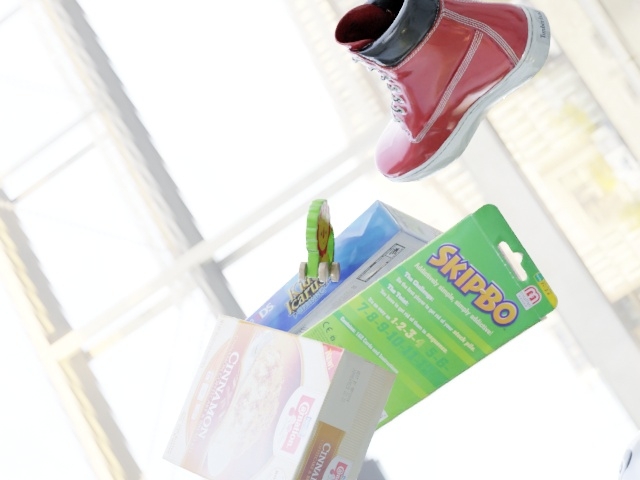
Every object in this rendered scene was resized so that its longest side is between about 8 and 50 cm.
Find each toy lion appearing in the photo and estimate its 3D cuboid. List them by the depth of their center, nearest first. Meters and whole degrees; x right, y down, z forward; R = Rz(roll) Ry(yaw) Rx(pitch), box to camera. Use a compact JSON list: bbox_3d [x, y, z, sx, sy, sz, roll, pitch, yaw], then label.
[{"bbox_3d":[0.000,0.000,1.598,0.100,0.034,0.096,8,-95,-77],"label":"toy lion"}]

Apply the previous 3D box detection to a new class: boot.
[{"bbox_3d":[0.067,-0.142,1.239,0.176,0.244,0.088,8,-123,-26],"label":"boot"}]

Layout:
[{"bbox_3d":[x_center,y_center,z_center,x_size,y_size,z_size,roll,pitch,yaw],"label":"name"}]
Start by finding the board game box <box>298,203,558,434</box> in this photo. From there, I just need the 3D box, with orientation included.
[{"bbox_3d":[0.100,0.084,1.352,0.124,0.259,0.039,58,-159,13],"label":"board game box"}]

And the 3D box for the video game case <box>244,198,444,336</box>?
[{"bbox_3d":[0.042,0.077,1.777,0.061,0.269,0.244,55,-165,26],"label":"video game case"}]

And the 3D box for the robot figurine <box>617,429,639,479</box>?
[{"bbox_3d":[0.441,0.300,1.569,0.278,0.173,0.209,45,-146,-49],"label":"robot figurine"}]

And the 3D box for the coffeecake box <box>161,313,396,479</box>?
[{"bbox_3d":[-0.039,0.153,1.188,0.068,0.142,0.185,29,168,-37],"label":"coffeecake box"}]
